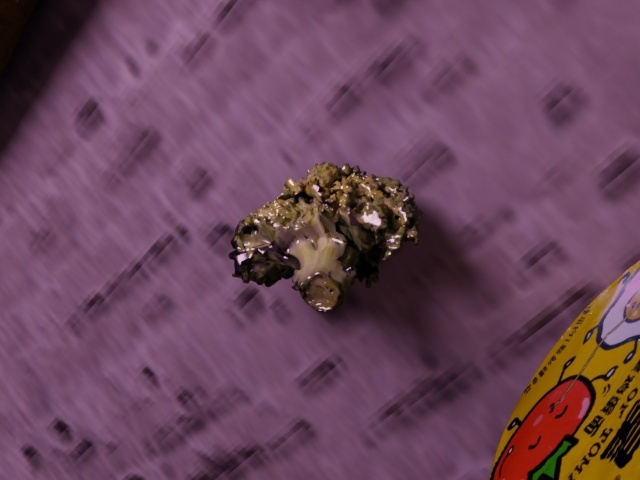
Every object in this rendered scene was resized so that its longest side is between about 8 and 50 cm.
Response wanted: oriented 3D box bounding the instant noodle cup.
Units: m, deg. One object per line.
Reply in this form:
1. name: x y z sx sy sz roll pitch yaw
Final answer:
1. instant noodle cup: 0.192 0.106 0.404 0.144 0.182 0.182 37 116 -3

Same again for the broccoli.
1. broccoli: 0.000 0.000 0.488 0.096 0.092 0.095 21 127 -4

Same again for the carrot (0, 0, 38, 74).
1. carrot: -0.216 -0.150 0.544 0.070 0.070 0.342 43 119 5
